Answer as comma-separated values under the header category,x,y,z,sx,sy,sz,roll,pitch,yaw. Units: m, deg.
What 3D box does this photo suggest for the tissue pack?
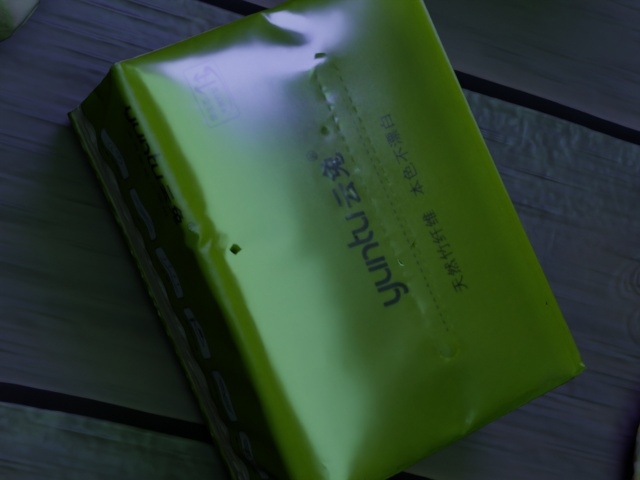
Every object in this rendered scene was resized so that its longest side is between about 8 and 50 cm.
category,x,y,z,sx,sy,sz,roll,pitch,yaw
tissue pack,0.000,0.000,0.966,0.200,0.167,0.274,-25,91,-22

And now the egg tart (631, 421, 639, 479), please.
category,x,y,z,sx,sy,sz,roll,pitch,yaw
egg tart,0.354,0.173,1.109,0.295,0.116,0.294,3,82,-23

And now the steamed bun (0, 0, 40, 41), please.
category,x,y,z,sx,sy,sz,roll,pitch,yaw
steamed bun,-0.237,-0.237,0.917,0.239,0.152,0.170,38,70,-15
